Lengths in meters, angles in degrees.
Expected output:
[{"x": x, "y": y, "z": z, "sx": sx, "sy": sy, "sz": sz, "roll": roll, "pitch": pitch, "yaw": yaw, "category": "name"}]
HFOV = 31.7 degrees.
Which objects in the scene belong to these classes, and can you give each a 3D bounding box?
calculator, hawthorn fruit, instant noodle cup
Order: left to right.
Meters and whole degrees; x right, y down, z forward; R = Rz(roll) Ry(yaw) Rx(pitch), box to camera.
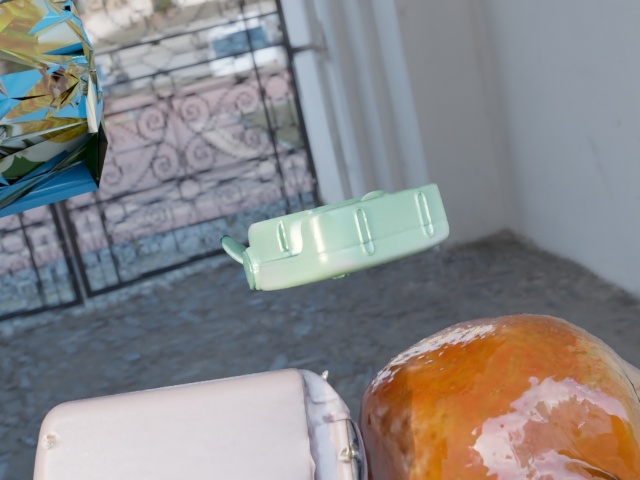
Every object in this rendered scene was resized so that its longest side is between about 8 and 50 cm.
[{"x": -0.268, "y": -0.103, "z": 0.766, "sx": 0.178, "sy": 0.240, "sz": 0.240, "roll": -30, "pitch": 23, "yaw": -34, "category": "instant noodle cup"}, {"x": -0.064, "y": 0.118, "z": 0.551, "sx": 0.175, "sy": 0.100, "sz": 0.032, "roll": -8, "pitch": -28, "yaw": 3, "category": "calculator"}, {"x": 0.108, "y": 0.122, "z": 0.620, "sx": 0.189, "sy": 0.189, "sz": 0.189, "roll": -12, "pitch": 17, "yaw": 4, "category": "hawthorn fruit"}]

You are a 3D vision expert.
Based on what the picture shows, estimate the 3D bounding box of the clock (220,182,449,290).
[{"x": 0.000, "y": 0.000, "z": 0.661, "sx": 0.101, "sy": 0.041, "sz": 0.135, "roll": -16, "pitch": 3, "yaw": -40, "category": "clock"}]
